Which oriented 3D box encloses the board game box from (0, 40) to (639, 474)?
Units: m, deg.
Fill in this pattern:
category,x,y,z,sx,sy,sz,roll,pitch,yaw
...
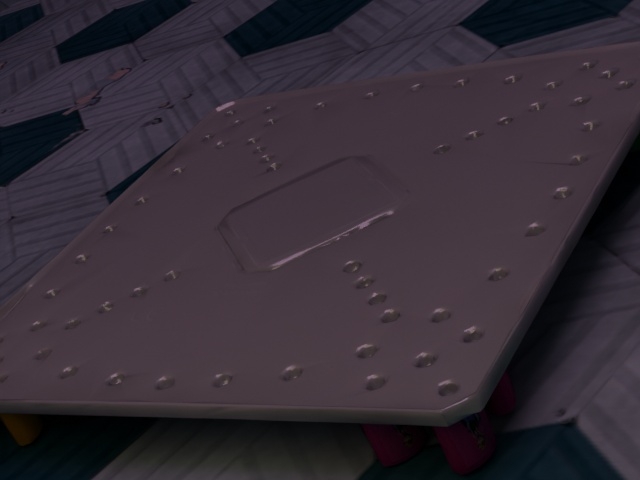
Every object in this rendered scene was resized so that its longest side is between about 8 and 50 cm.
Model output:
category,x,y,z,sx,sy,sz,roll,pitch,yaw
board game box,0.000,0.000,0.844,0.390,0.050,0.390,-4,31,34
